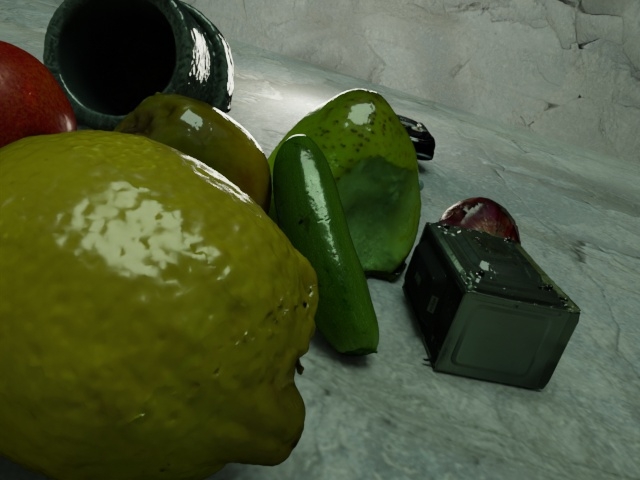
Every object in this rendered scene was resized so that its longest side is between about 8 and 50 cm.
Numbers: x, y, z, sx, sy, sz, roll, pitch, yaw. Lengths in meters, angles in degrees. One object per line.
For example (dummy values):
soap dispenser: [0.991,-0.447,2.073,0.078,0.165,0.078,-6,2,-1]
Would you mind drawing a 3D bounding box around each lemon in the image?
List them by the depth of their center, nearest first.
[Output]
lemon: [-0.142,0.050,0.442,0.320,0.245,0.245,31,26,16]

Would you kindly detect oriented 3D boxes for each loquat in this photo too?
loquat: [-0.156,-0.061,0.765,0.213,0.213,0.246,39,-11,43]

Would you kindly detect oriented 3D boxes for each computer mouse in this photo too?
computer mouse: [0.215,-0.259,1.578,0.137,0.096,0.233,7,28,-9]

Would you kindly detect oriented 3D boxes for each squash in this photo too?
squash: [-0.002,-0.001,0.713,0.082,0.082,0.292,-1,64,-35]

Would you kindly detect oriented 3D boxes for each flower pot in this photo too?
flower pot: [-0.309,-0.294,1.042,0.299,0.298,0.283,19,5,7]

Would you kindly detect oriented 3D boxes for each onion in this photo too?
onion: [0.237,0.007,0.980,0.150,0.150,0.140,8,-6,-20]

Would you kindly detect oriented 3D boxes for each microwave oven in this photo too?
microwave oven: [0.207,0.070,0.778,0.163,0.129,0.205,13,22,-11]

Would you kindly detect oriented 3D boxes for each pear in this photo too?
pear: [0.054,-0.083,0.883,0.293,0.292,0.159,-4,21,-39]

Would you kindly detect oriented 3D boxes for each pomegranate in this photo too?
pomegranate: [-0.419,-0.132,0.715,0.257,0.220,0.221,12,17,36]

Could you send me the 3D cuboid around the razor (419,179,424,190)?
razor: [0.139,-0.128,1.279,0.232,0.068,0.106,0,28,-44]
